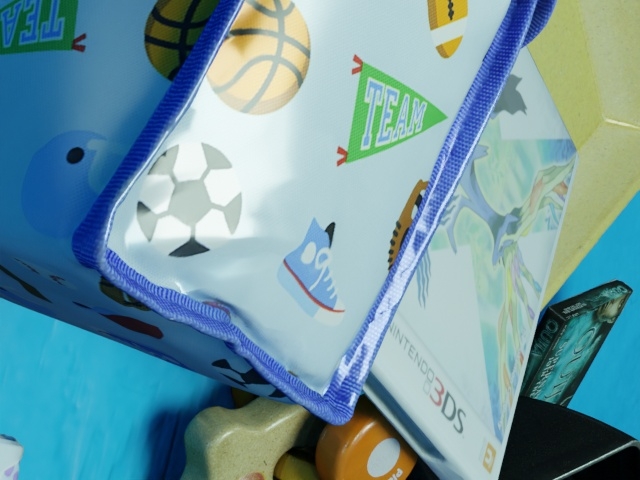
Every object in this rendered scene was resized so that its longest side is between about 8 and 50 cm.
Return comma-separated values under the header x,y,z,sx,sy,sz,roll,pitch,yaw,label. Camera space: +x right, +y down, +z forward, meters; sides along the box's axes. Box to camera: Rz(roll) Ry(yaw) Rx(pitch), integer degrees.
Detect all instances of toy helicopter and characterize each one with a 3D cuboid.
x,y,z,sx,sy,sz,roll,pitch,yaw,label
-0.089,0.233,0.924,0.355,0.140,0.235,-22,126,-31,toy helicopter

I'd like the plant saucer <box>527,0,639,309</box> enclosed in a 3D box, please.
x,y,z,sx,sy,sz,roll,pitch,yaw,label
0.192,-0.137,1.139,0.333,0.081,0.332,-45,130,-30,plant saucer

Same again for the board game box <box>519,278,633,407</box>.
x,y,z,sx,sy,sz,roll,pitch,yaw,label
0.229,0.127,1.241,0.126,0.026,0.186,-16,138,-44,board game box

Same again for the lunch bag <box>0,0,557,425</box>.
x,y,z,sx,sy,sz,roll,pitch,yaw,label
-0.067,-0.143,0.657,0.239,0.328,0.385,41,68,-51,lunch bag

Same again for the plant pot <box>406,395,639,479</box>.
x,y,z,sx,sy,sz,roll,pitch,yaw,label
0.172,0.246,1.135,0.188,0.167,0.187,-21,119,-15,plant pot

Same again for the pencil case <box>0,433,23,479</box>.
x,y,z,sx,sy,sz,roll,pitch,yaw,label
-0.255,0.221,0.695,0.124,0.113,0.273,21,78,-30,pencil case

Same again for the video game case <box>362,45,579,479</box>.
x,y,z,sx,sy,sz,roll,pitch,yaw,label
0.100,-0.020,0.917,0.300,0.036,0.329,52,48,-46,video game case
